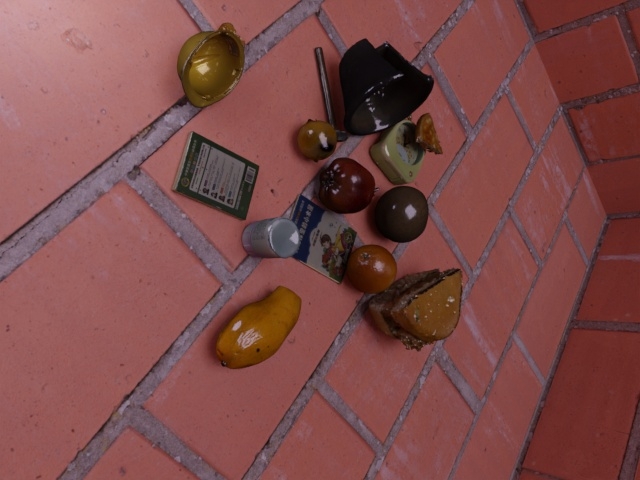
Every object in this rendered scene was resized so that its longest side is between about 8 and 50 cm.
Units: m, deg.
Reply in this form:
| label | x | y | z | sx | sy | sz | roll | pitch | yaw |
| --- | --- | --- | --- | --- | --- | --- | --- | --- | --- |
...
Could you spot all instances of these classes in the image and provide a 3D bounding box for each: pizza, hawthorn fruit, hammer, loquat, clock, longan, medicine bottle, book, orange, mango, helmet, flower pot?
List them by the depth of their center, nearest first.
| label | x | y | z | sx | sy | sz | roll | pitch | yaw |
| --- | --- | --- | --- | --- | --- | --- | --- | --- | --- |
| helmet | -0.363 | -0.539 | 1.542 | 0.257 | 0.140 | 0.205 | -48 | 149 | -22 |
| book | -0.327 | -0.202 | 1.619 | 0.264 | 0.027 | 0.202 | 24 | 73 | -38 |
| mango | -0.188 | 0.284 | 1.629 | 0.359 | 0.144 | 0.187 | -30 | 109 | -41 |
| medicine bottle | -0.164 | -0.006 | 1.651 | 0.135 | 0.168 | 0.135 | 5 | 83 | -41 |
| loquat | -0.012 | -0.365 | 1.830 | 0.163 | 0.137 | 0.163 | 1 | 87 | -21 |
| hawthorn fruit | 0.120 | -0.196 | 1.883 | 0.248 | 0.208 | 0.208 | 10 | 81 | -31 |
| book | 0.000 | 0.000 | 1.891 | 0.322 | 0.018 | 0.228 | 31 | 67 | -35 |
| orange | 0.195 | 0.108 | 1.934 | 0.206 | 0.206 | 0.206 | 3 | 85 | -40 |
| flower pot | 0.208 | -0.603 | 1.940 | 0.379 | 0.379 | 0.251 | -15 | 71 | -40 |
| hammer | 0.023 | -0.557 | 1.941 | 0.111 | 0.043 | 0.366 | -13 | 93 | -39 |
| longan | 0.337 | -0.104 | 2.057 | 0.248 | 0.248 | 0.248 | 3 | 85 | -40 |
| pizza | 0.458 | -0.433 | 2.164 | 0.193 | 0.053 | 0.201 | 55 | 43 | -22 |
| clock | 0.354 | -0.410 | 2.172 | 0.235 | 0.096 | 0.308 | 45 | 60 | -28 |

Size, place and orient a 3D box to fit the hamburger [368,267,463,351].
| label | x | y | z | sx | sy | sz | roll | pitch | yaw |
| --- | --- | --- | --- | --- | --- | --- | --- | --- | --- |
| hamburger | 0.398 | 0.293 | 2.045 | 0.445 | 0.268 | 0.287 | -22 | 99 | -44 |

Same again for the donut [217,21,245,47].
| label | x | y | z | sx | sy | sz | roll | pitch | yaw |
| --- | --- | --- | --- | --- | --- | --- | --- | --- | --- |
| donut | -0.303 | -0.654 | 1.661 | 0.097 | 0.043 | 0.108 | -51 | 119 | -31 |
